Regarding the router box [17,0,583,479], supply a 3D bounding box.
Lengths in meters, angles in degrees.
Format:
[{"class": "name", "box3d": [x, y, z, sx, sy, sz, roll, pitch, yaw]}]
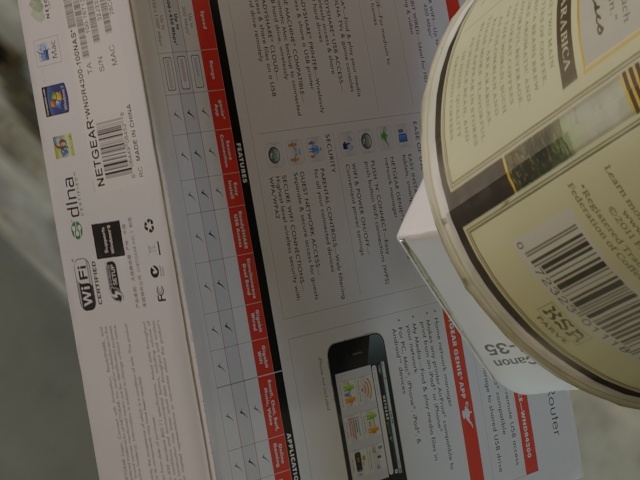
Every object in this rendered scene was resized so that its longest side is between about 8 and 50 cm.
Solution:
[{"class": "router box", "box3d": [0.000, 0.000, 1.066, 0.082, 0.301, 0.335, -9, 91, 42]}]

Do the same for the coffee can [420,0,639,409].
[{"class": "coffee can", "box3d": [0.178, -0.066, 0.672, 0.201, 0.201, 0.275, 43, 154, -5]}]

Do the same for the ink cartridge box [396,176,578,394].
[{"class": "ink cartridge box", "box3d": [0.188, -0.072, 1.004, 0.207, 0.283, 0.117, -10, 129, 36]}]
